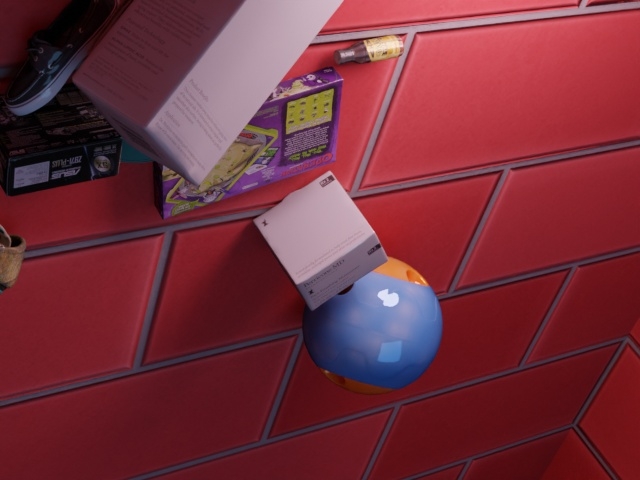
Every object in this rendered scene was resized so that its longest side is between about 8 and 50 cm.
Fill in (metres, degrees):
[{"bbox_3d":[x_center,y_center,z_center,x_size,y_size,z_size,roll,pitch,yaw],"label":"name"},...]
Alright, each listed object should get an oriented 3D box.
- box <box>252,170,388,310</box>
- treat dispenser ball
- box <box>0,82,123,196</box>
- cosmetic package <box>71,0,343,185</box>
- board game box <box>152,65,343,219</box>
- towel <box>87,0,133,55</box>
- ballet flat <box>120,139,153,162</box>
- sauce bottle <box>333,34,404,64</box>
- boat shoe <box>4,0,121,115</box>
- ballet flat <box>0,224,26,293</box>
[{"bbox_3d":[0.000,0.000,2.468,0.181,0.182,0.119,-33,147,-2],"label":"box"},{"bbox_3d":[0.107,0.172,2.673,0.288,0.288,0.288,-23,144,-18],"label":"treat dispenser ball"},{"bbox_3d":[-0.410,-0.155,1.960,0.180,0.147,0.077,-15,141,-29],"label":"box"},{"bbox_3d":[-0.146,-0.296,1.853,0.385,0.156,0.217,-53,155,-9],"label":"cosmetic package"},{"bbox_3d":[-0.127,-0.170,2.277,0.347,0.056,0.208,-20,139,-21],"label":"board game box"},{"bbox_3d":[-0.218,-0.309,1.966,0.187,0.049,0.282,-51,157,13],"label":"towel"},{"bbox_3d":[-0.247,-0.176,2.083,0.087,0.247,0.083,-54,134,-55],"label":"ballet flat"},{"bbox_3d":[0.084,-0.328,2.265,0.128,0.042,0.042,-17,142,-28],"label":"sauce bottle"},{"bbox_3d":[-0.387,-0.281,1.893,0.228,0.080,0.076,-41,139,7],"label":"boat shoe"},{"bbox_3d":[-0.588,-0.021,2.021,0.123,0.123,0.348,-42,145,10],"label":"ballet flat"}]
